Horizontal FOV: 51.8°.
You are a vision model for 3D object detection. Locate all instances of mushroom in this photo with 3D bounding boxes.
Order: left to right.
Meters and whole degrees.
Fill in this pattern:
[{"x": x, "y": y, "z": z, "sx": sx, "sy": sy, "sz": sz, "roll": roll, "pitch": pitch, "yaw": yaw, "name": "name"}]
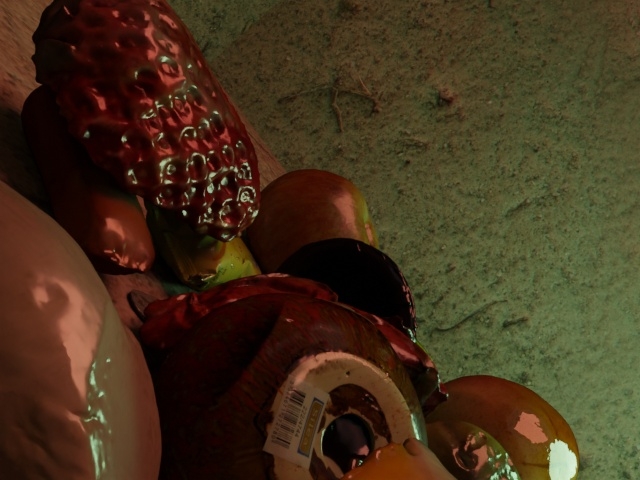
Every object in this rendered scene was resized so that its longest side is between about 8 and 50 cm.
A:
[{"x": -0.208, "y": 0.034, "z": 0.410, "sx": 0.350, "sy": 0.128, "sz": 0.128, "roll": 49, "pitch": 6, "yaw": 15, "name": "mushroom"}]

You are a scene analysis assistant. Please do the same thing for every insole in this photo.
[{"x": -0.156, "y": 0.113, "z": 0.778, "sx": 0.193, "sy": 0.006, "sz": 0.065, "roll": 46, "pitch": 10, "yaw": -44, "name": "insole"}]

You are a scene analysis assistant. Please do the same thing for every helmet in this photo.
[{"x": 0.041, "y": 0.142, "z": 1.037, "sx": 0.160, "sy": 0.230, "sz": 0.279, "roll": 60, "pitch": 7, "yaw": -70, "name": "helmet"}]

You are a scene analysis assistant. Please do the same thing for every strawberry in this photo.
[{"x": -0.171, "y": -0.151, "z": 0.768, "sx": 0.336, "sy": 0.149, "sz": 0.265, "roll": 48, "pitch": 7, "yaw": -34, "name": "strawberry"}]

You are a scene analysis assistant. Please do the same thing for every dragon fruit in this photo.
[{"x": -0.042, "y": 0.149, "z": 0.714, "sx": 0.330, "sy": 0.302, "sz": 0.240, "roll": 27, "pitch": 55, "yaw": -42, "name": "dragon fruit"}]

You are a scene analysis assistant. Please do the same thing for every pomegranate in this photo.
[{"x": 0.296, "y": 0.386, "z": 1.194, "sx": 0.319, "sy": 0.319, "sz": 0.319, "roll": 50, "pitch": 7, "yaw": -9, "name": "pomegranate"}]

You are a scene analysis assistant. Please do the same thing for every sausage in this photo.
[{"x": -0.262, "y": -0.069, "z": 0.733, "sx": 0.300, "sy": 0.083, "sz": 0.089, "roll": 58, "pitch": 9, "yaw": 34, "name": "sausage"}]

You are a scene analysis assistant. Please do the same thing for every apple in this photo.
[{"x": 0.000, "y": 0.000, "z": 1.349, "sx": 0.309, "sy": 0.250, "sz": 0.277, "roll": 52, "pitch": 6, "yaw": -13, "name": "apple"}]

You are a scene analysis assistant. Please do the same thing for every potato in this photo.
[{"x": 0.201, "y": 0.377, "z": 0.958, "sx": 0.148, "sy": 0.197, "sz": 0.228, "roll": 54, "pitch": 27, "yaw": -77, "name": "potato"}]

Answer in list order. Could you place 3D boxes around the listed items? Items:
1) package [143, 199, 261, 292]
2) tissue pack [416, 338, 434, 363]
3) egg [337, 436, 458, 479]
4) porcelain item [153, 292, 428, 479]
[{"x": -0.157, "y": 0.016, "z": 0.915, "sx": 0.168, "sy": 0.090, "sz": 0.226, "roll": 54, "pitch": 7, "yaw": 19, "name": "package"}, {"x": 0.061, "y": 0.174, "z": 1.162, "sx": 0.235, "sy": 0.173, "sz": 0.073, "roll": 53, "pitch": 14, "yaw": 8, "name": "tissue pack"}, {"x": 0.084, "y": 0.262, "z": 0.358, "sx": 0.264, "sy": 0.174, "sz": 0.286, "roll": 62, "pitch": 36, "yaw": -27, "name": "egg"}, {"x": -0.042, "y": 0.168, "z": 0.556, "sx": 0.253, "sy": 0.253, "sz": 0.253, "roll": 50, "pitch": 7, "yaw": -9, "name": "porcelain item"}]
